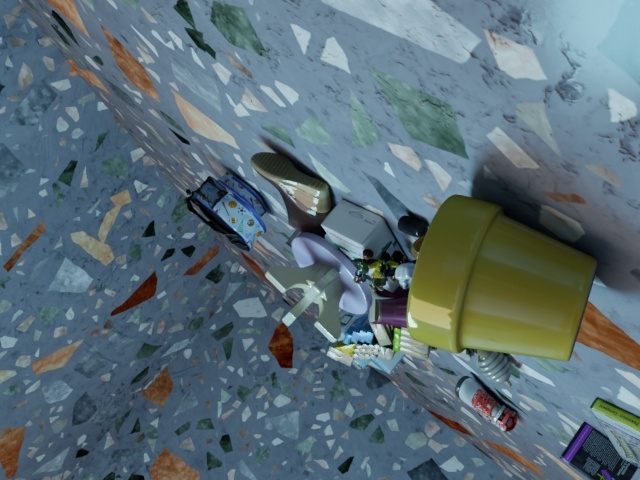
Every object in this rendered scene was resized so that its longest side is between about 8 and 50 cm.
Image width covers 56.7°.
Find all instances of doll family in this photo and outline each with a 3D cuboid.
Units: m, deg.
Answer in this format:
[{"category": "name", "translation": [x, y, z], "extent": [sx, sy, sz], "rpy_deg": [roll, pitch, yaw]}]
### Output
[{"category": "doll family", "translation": [0.172, 0.064, 1.426], "extent": [0.076, 0.193, 0.111], "rpy_deg": [-124, 39, -47]}]

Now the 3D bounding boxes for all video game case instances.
[{"category": "video game case", "translation": [0.767, 0.487, 1.342], "extent": [0.275, 0.035, 0.248], "rpy_deg": [50, 164, -33]}]

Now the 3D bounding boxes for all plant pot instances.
[{"category": "plant pot", "translation": [0.294, 0.074, 0.942], "extent": [0.239, 0.254, 0.254], "rpy_deg": [16, 157, 26]}]

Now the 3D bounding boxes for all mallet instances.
[{"category": "mallet", "translation": [0.240, 0.012, 1.318], "extent": [0.062, 0.039, 0.190], "rpy_deg": [20, 160, 52]}]

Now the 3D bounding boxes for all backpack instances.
[{"category": "backpack", "translation": [-0.314, -0.098, 2.157], "extent": [0.263, 0.213, 0.276], "rpy_deg": [45, 175, 23]}]

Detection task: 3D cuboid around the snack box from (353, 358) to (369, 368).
[{"category": "snack box", "translation": [0.112, 0.399, 2.047], "extent": [0.100, 0.037, 0.141], "rpy_deg": [41, 167, 6]}]

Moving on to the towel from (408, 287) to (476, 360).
[{"category": "towel", "translation": [0.353, 0.250, 1.729], "extent": [0.187, 0.049, 0.282], "rpy_deg": [30, 163, 38]}]

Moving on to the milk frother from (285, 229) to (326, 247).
[{"category": "milk frother", "translation": [0.000, 0.000, 1.722], "extent": [0.143, 0.134, 0.129], "rpy_deg": [36, 180, 28]}]

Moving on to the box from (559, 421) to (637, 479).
[{"category": "box", "translation": [0.728, 0.571, 1.547], "extent": [0.162, 0.116, 0.029], "rpy_deg": [35, 167, 28]}]

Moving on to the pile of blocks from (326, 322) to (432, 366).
[{"category": "pile of blocks", "translation": [0.184, 0.284, 1.811], "extent": [0.362, 0.112, 0.148], "rpy_deg": [-12, 110, 31]}]

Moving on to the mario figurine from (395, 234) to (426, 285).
[{"category": "mario figurine", "translation": [0.274, 0.137, 1.296], "extent": [0.320, 0.170, 0.198], "rpy_deg": [66, -174, -46]}]

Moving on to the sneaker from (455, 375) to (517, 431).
[{"category": "sneaker", "translation": [0.574, 0.559, 2.021], "extent": [0.145, 0.090, 0.270], "rpy_deg": [23, 161, 52]}]

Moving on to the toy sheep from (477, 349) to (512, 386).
[{"category": "toy sheep", "translation": [0.472, 0.339, 1.600], "extent": [0.132, 0.091, 0.091], "rpy_deg": [46, 167, 2]}]

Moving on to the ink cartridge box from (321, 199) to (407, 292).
[{"category": "ink cartridge box", "translation": [0.119, 0.015, 1.530], "extent": [0.160, 0.092, 0.219], "rpy_deg": [27, 162, 44]}]

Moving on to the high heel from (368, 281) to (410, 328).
[{"category": "high heel", "translation": [0.230, 0.183, 1.650], "extent": [0.181, 0.127, 0.377], "rpy_deg": [2, -174, -1]}]

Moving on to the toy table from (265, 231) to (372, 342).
[{"category": "toy table", "translation": [-0.010, 0.127, 1.577], "extent": [0.274, 0.161, 0.252], "rpy_deg": [38, 144, 14]}]

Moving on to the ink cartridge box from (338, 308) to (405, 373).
[{"category": "ink cartridge box", "translation": [0.184, 0.310, 2.076], "extent": [0.197, 0.198, 0.270], "rpy_deg": [43, 166, -10]}]

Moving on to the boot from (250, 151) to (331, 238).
[{"category": "boot", "translation": [-0.086, -0.112, 1.602], "extent": [0.248, 0.090, 0.206], "rpy_deg": [29, 143, 18]}]

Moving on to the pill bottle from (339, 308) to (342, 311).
[{"category": "pill bottle", "translation": [0.163, 0.366, 2.369], "extent": [0.160, 0.160, 0.283], "rpy_deg": [33, 174, 32]}]

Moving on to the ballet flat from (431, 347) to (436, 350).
[{"category": "ballet flat", "translation": [0.313, 0.296, 1.908], "extent": [0.250, 0.084, 0.058], "rpy_deg": [46, -177, -40]}]
